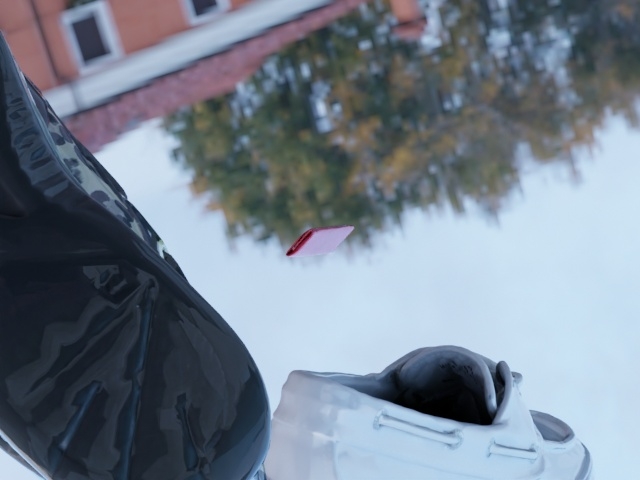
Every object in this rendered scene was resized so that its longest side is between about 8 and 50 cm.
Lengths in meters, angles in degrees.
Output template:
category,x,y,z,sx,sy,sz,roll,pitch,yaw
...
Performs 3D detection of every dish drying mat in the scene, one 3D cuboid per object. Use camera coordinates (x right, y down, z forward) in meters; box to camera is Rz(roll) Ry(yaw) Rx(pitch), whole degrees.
category,x,y,z,sx,sy,sz,roll,pitch,yaw
dish drying mat,0.000,0.000,1.376,0.032,0.008,0.083,-49,165,18

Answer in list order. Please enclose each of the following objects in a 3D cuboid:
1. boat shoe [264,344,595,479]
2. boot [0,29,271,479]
category,x,y,z,sx,sy,sz,roll,pitch,yaw
boat shoe,0.062,0.090,0.781,0.095,0.084,0.258,18,-172,28
boot,-0.101,0.013,0.559,0.085,0.236,0.178,-39,164,-11
